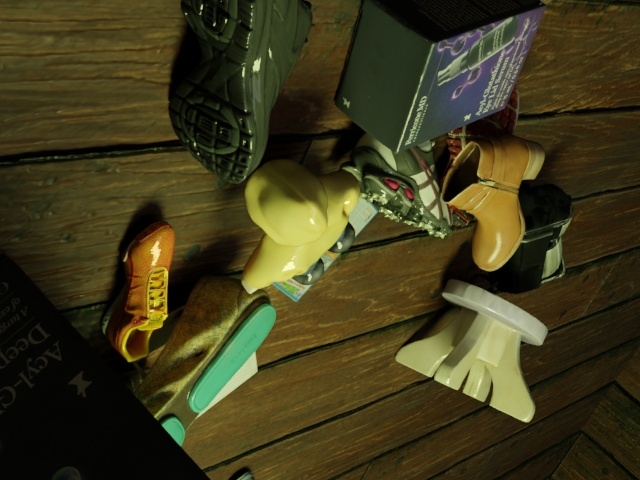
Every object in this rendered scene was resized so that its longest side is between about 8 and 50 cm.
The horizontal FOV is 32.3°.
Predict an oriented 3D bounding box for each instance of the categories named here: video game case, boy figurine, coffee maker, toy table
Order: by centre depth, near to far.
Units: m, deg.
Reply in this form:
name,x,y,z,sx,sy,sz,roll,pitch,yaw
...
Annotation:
name,x,y,z,sx,sy,sz,roll,pitch,yaw
boy figurine,-0.027,-0.013,1.220,0.177,0.092,0.285,-47,168,-1
video game case,0.000,0.000,1.440,0.166,0.015,0.119,-48,154,-1
coffee maker,0.327,0.007,1.813,0.171,0.120,0.178,-39,151,-16
toy table,0.264,0.180,1.848,0.274,0.252,0.161,31,83,-52

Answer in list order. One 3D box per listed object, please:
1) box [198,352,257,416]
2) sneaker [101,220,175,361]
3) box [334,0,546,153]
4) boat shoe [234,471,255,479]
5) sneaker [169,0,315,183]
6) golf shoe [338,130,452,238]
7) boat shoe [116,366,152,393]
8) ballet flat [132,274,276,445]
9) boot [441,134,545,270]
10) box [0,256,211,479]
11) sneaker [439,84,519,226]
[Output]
name,x,y,z,sx,sy,sz,roll,pitch,yaw
box,-0.220,0.220,1.351,0.324,0.063,0.067,-37,152,-21
sneaker,-0.183,0.055,1.188,0.064,0.067,0.175,-17,138,-43
box,0.136,-0.212,1.262,0.207,0.108,0.153,-26,146,-37
boat shoe,-0.117,0.440,1.783,0.066,0.066,0.183,-33,149,-29
sneaker,-0.062,-0.171,1.040,0.130,0.109,0.286,-40,157,-37
golf shoe,0.121,-0.080,1.415,0.120,0.105,0.273,-68,155,-4
boat shoe,-0.255,0.190,1.290,0.153,0.048,0.056,-34,122,-38
ballet flat,-0.186,0.179,1.243,0.348,0.123,0.123,-54,156,-23
boot,0.209,-0.048,1.446,0.152,0.073,0.197,-5,116,-49
box,-0.254,0.268,1.001,0.293,0.395,0.212,-42,153,-13
sneaker,0.218,-0.132,1.534,0.093,0.088,0.225,-48,162,-50
